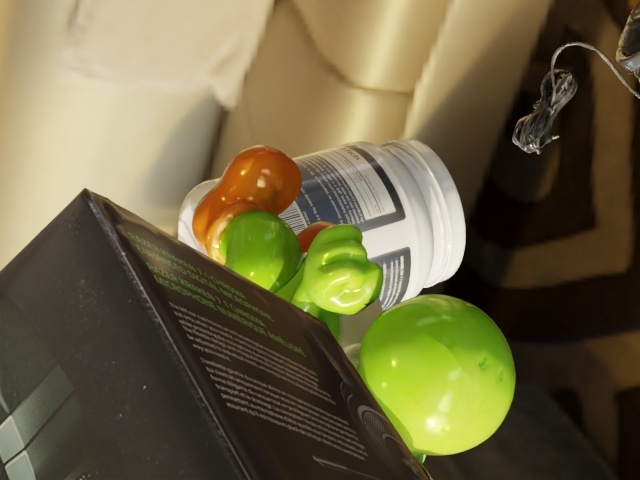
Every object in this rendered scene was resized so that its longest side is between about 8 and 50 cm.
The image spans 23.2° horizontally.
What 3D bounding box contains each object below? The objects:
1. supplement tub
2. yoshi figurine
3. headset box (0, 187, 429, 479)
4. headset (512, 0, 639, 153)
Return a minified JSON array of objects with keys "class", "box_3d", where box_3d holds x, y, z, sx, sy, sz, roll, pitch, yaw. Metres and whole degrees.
[{"class":"supplement tub","box_3d":[0.000,0.000,1.700,0.191,0.272,0.191,39,137,49]},{"class":"yoshi figurine","box_3d":[0.035,0.064,1.142,0.362,0.203,0.203,-119,33,-52]},{"class":"headset box","box_3d":[-0.064,0.164,0.428,0.246,0.131,0.283,-44,52,11]},{"class":"headset","box_3d":[0.402,-0.161,1.724,0.394,0.243,0.185,7,52,46]}]
